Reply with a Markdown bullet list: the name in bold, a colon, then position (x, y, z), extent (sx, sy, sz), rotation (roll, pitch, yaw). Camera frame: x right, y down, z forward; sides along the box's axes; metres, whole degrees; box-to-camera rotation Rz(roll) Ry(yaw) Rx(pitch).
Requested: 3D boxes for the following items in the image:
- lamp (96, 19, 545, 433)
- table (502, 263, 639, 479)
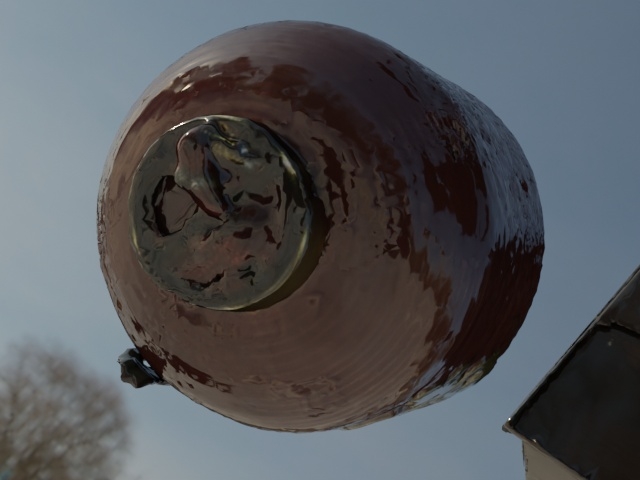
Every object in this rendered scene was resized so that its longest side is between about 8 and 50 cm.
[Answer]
- **lamp**: position (0.000, 0.000, 0.535), extent (0.180, 0.180, 0.258), rotation (31, 10, 20)
- **table**: position (0.283, 0.182, 0.809), extent (0.250, 0.196, 0.282), rotation (32, -23, 28)
